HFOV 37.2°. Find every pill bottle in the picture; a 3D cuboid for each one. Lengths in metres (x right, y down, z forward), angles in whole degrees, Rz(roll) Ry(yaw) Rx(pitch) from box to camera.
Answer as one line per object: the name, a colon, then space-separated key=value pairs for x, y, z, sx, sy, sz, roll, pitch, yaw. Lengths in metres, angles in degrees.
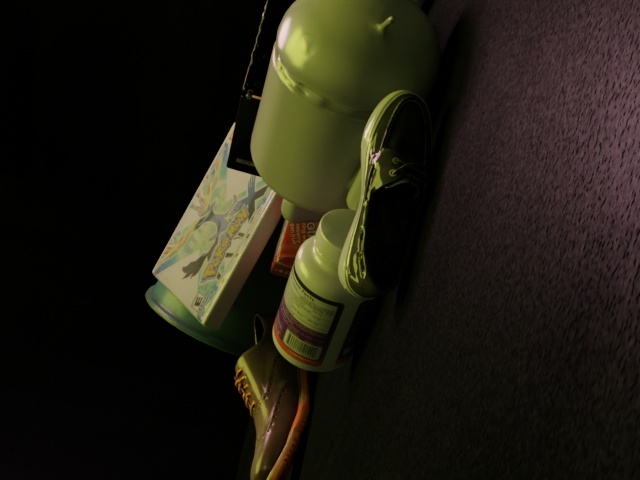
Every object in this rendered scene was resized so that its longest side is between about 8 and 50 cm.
pill bottle: x=0.013 y=0.059 z=1.149 sx=0.108 sy=0.108 sz=0.193 roll=-79 pitch=6 yaw=-50

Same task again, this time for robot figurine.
robot figurine: x=0.028 y=-0.174 z=1.182 sx=0.353 sy=0.199 sz=0.300 roll=110 pitch=143 yaw=-48

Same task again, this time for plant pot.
plant pot: x=-0.121 y=0.022 z=1.878 sx=0.341 sy=0.341 sz=0.334 roll=-97 pitch=32 yaw=-80

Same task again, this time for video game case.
video game case: x=-0.164 y=-0.037 z=1.662 sx=0.329 sy=0.036 sz=0.300 roll=-61 pitch=30 yaw=1

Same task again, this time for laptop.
laptop: x=0.006 y=-0.209 z=1.395 sx=0.136 sy=0.234 sz=0.264 roll=169 pitch=116 yaw=-85

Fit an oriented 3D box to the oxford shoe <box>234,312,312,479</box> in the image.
oxford shoe: x=-0.086 y=0.263 z=1.562 sx=0.364 sy=0.132 sz=0.130 roll=-80 pitch=7 yaw=-52

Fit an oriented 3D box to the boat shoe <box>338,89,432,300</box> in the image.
boat shoe: x=0.076 y=-0.049 z=0.982 sx=0.076 sy=0.080 sz=0.228 roll=-4 pitch=66 yaw=68

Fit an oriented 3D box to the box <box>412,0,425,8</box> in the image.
box: x=0.138 y=-0.437 z=1.477 sx=0.231 sy=0.056 sz=0.183 roll=130 pitch=152 yaw=-64

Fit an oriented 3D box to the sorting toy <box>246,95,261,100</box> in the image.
sorting toy: x=-0.026 y=-0.266 z=1.987 sx=0.089 sy=0.255 sz=0.257 roll=92 pitch=-170 yaw=-64

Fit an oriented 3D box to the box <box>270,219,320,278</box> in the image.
box: x=0.000 y=0.000 z=1.457 sx=0.257 sy=0.122 sz=0.128 roll=130 pitch=157 yaw=-82
